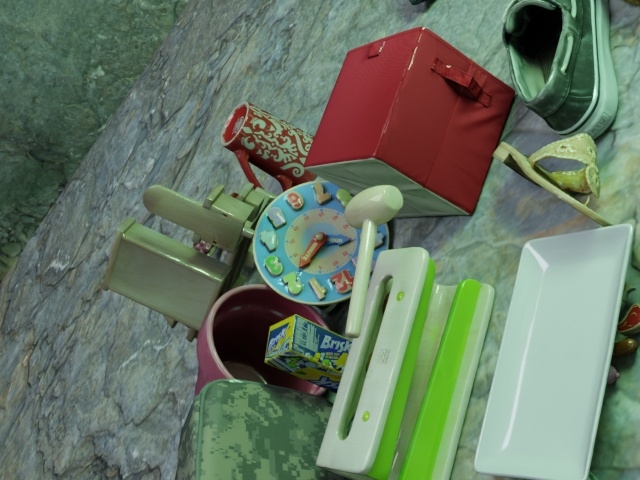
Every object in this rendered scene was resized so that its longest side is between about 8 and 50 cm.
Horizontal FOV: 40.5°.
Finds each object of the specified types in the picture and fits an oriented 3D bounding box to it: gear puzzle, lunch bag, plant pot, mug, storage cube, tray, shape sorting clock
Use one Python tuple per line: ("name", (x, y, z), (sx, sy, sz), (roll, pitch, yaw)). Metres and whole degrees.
("gear puzzle", (-0.203, -0.045, 1.719), (0.175, 0.044, 0.339), (-51, 11, -1))
("lunch bag", (-0.093, 0.362, 1.097), (0.305, 0.213, 0.256), (-97, 27, -51))
("plant pot", (-0.100, 0.195, 1.290), (0.180, 0.201, 0.201), (123, 156, -45))
("mug", (-0.088, -0.163, 1.581), (0.113, 0.169, 0.150), (-41, 35, 33))
("storage cube", (0.122, -0.155, 1.214), (0.215, 0.184, 0.193), (2, 68, 59))
("tray", (0.245, 0.116, 0.892), (0.145, 0.030, 0.270), (-12, 54, 53))
("shape sorting clock", (0.000, 0.000, 1.299), (0.040, 0.206, 0.206), (79, -154, -67))

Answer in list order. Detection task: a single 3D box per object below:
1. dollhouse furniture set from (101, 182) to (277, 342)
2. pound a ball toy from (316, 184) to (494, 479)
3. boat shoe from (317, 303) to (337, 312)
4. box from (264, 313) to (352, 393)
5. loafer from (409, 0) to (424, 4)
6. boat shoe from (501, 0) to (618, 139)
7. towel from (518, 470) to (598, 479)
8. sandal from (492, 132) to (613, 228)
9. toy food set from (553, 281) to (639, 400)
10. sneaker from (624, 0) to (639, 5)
("dollhouse furniture set", (-0.187, -0.030, 1.416), (0.355, 0.174, 0.303), (-63, -3, -59))
("pound a ball toy", (0.071, 0.120, 1.035), (0.136, 0.208, 0.319), (-11, 58, 55))
("boat shoe", (0.021, 0.000, 1.366), (0.081, 0.069, 0.227), (-10, 57, 56))
("box", (0.013, 0.158, 1.137), (0.059, 0.169, 0.054), (-30, 41, 43))
("loafer", (0.162, -0.499, 1.556), (0.078, 0.076, 0.223), (-38, 40, 24))
("boat shoe", (0.293, -0.272, 1.100), (0.121, 0.119, 0.335), (-40, 36, 35))
("towel", (0.215, 0.282, 0.852), (0.152, 0.023, 0.113), (-56, 28, 12))
("sandal", (0.279, -0.093, 1.006), (0.079, 0.088, 0.240), (-57, 23, 10))
("toy food set", (0.291, 0.107, 0.882), (0.122, 0.019, 0.078), (-50, 30, 17))
("sneaker", (0.404, -0.327, 1.032), (0.084, 0.069, 0.185), (-49, 36, 6))
